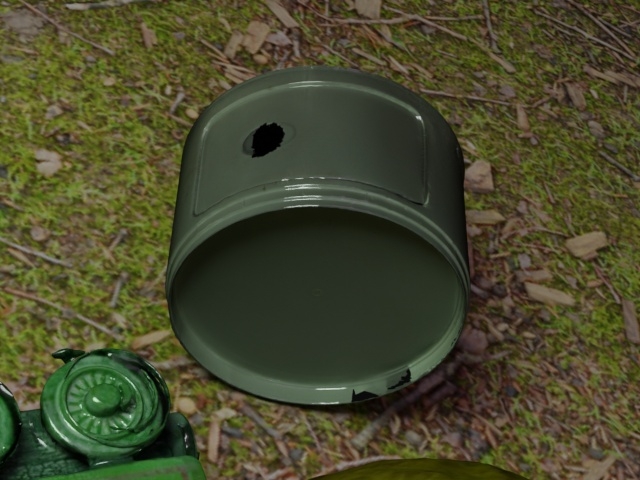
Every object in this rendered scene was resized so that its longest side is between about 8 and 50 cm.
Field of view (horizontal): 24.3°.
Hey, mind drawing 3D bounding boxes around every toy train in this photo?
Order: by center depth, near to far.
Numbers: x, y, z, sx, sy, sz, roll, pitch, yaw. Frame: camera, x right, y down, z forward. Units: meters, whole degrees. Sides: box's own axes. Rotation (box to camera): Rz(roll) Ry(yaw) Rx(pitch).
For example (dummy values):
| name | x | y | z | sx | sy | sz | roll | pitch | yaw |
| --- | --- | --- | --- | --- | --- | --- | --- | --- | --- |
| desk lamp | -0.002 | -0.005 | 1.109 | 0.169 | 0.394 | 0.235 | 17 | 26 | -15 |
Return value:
| name | x | y | z | sx | sy | sz | roll | pitch | yaw |
| --- | --- | --- | --- | --- | --- | --- | --- | --- | --- |
| toy train | -0.180 | 0.177 | 0.939 | 0.243 | 0.132 | 0.188 | -6 | 57 | -30 |

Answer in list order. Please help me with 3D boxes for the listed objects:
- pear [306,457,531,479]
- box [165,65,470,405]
| name | x | y | z | sx | sy | sz | roll | pitch | yaw |
| --- | --- | --- | --- | --- | --- | --- | --- | --- | --- |
| pear | 0.007 | 0.294 | 0.718 | 0.352 | 0.413 | 0.352 | 19 | 42 | -18 |
| box | 0.000 | 0.000 | 1.132 | 0.226 | 0.226 | 0.149 | 16 | 43 | -15 |
